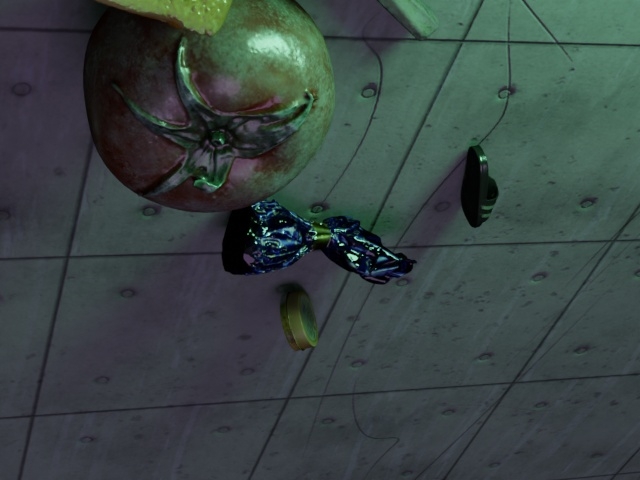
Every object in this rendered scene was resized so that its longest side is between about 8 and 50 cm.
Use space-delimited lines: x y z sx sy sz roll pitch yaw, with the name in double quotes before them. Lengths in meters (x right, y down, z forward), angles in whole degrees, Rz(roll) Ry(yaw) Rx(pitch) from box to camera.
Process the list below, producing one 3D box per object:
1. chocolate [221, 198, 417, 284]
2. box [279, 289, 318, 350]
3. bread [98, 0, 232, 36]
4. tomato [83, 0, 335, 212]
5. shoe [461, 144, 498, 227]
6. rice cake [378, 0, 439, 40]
"chocolate" 0.003 0.003 2.219 0.343 0.126 0.148 6 180 -33
"box" -0.037 0.139 2.393 0.037 0.105 0.105 -14 147 14
"bread" -0.160 -0.373 1.489 0.185 0.114 0.274 11 100 -36
"tomato" -0.139 -0.186 1.717 0.317 0.282 0.316 -5 133 -6
"shoe" 0.265 -0.087 2.229 0.049 0.071 0.179 -14 142 -10
"rice cake" 0.095 -0.330 1.833 0.047 0.036 0.207 -40 140 13
